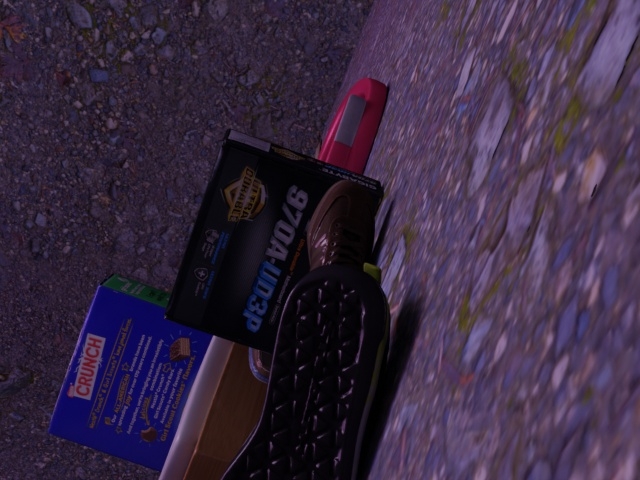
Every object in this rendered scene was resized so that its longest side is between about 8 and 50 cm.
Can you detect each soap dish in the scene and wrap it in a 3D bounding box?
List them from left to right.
[{"bbox_3d":[-0.150,0.289,1.355,0.229,0.118,0.291,-74,5,-47],"label":"soap dish"}]

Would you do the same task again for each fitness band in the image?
[{"bbox_3d":[0.022,-0.101,1.380,0.209,0.054,0.291,130,161,-74],"label":"fitness band"}]

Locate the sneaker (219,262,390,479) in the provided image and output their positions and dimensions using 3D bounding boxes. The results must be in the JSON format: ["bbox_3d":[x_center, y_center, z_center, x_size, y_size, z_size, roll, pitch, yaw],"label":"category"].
[{"bbox_3d":[0.001,0.128,0.624,0.235,0.084,0.097,-69,-20,-3],"label":"sneaker"}]

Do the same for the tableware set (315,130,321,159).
[{"bbox_3d":[0.010,-0.134,1.825,0.194,0.039,0.128,25,-110,-89],"label":"tableware set"}]

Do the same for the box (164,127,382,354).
[{"bbox_3d":[-0.053,0.011,1.030,0.051,0.175,0.220,-87,18,-67],"label":"box"}]

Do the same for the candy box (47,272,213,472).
[{"bbox_3d":[-0.257,0.237,1.612,0.122,0.317,0.268,-109,39,-83],"label":"candy box"}]

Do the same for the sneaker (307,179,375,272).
[{"bbox_3d":[0.020,0.034,0.862,0.071,0.066,0.189,-10,64,66],"label":"sneaker"}]

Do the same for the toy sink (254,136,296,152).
[{"bbox_3d":[-0.080,-0.034,1.581,0.131,0.152,0.234,-48,-18,-82],"label":"toy sink"}]

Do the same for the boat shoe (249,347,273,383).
[{"bbox_3d":[-0.045,0.101,1.247,0.066,0.066,0.183,117,172,-48],"label":"boat shoe"}]
